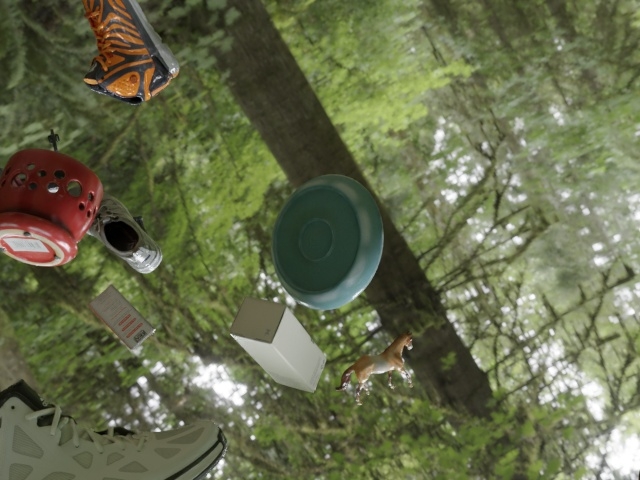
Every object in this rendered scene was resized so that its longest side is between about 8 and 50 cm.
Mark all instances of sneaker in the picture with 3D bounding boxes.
[{"bbox_3d":[-0.476,-0.045,1.672,0.105,0.281,0.115,-52,165,-12],"label":"sneaker"},{"bbox_3d":[-0.379,0.325,1.182,0.447,0.258,0.169,-18,-178,-27],"label":"sneaker"},{"bbox_3d":[-0.454,-0.426,1.561,0.180,0.321,0.124,-47,-151,-17],"label":"sneaker"}]

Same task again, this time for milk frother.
[{"bbox_3d":[-0.639,-0.164,1.631,0.134,0.143,0.129,-13,179,-38],"label":"milk frother"}]

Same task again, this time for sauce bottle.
[{"bbox_3d":[-0.473,-0.001,1.945,0.042,0.128,0.042,-11,-174,1],"label":"sauce bottle"}]

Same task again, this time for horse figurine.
[{"bbox_3d":[0.171,0.391,2.220,0.263,0.175,0.066,-15,-155,-10],"label":"horse figurine"}]

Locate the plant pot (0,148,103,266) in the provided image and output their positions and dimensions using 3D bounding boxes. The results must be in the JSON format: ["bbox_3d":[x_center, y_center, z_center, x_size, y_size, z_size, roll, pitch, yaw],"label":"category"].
[{"bbox_3d":[-0.536,-0.054,1.427,0.191,0.191,0.174,-20,-130,39],"label":"plant pot"}]

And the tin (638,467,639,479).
[{"bbox_3d":[0.615,0.460,1.304,0.106,0.040,0.190,-12,-130,46],"label":"tin"}]

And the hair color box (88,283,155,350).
[{"bbox_3d":[-0.444,0.173,1.650,0.072,0.141,0.043,-43,178,-17],"label":"hair color box"}]

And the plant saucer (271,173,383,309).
[{"bbox_3d":[0.000,0.000,1.695,0.317,0.318,0.043,-23,160,31],"label":"plant saucer"}]

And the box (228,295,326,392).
[{"bbox_3d":[-0.087,0.233,1.622,0.113,0.275,0.094,10,-118,26],"label":"box"}]
